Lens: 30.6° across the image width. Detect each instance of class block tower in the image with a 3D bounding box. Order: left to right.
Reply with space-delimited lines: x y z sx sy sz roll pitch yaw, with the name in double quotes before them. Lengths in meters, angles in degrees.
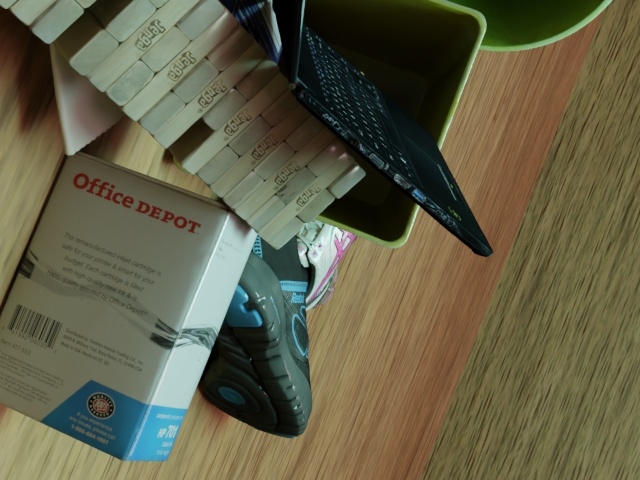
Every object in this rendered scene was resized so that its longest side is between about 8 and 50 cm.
"block tower" -0.087 -0.111 0.749 0.091 0.097 0.335 -42 144 4

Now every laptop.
"laptop" 0.042 -0.155 0.785 0.136 0.264 0.234 -46 -160 15

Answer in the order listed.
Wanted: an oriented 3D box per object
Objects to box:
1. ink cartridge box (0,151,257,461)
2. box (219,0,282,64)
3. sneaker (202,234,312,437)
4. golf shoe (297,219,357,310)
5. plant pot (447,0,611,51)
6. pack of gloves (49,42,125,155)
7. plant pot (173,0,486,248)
"ink cartridge box" -0.149 0.049 0.860 0.190 0.140 0.082 -67 161 -6
"box" -0.043 -0.225 0.909 0.136 0.037 0.225 62 43 -71
"sneaker" -0.051 0.091 1.224 0.341 0.125 0.139 89 23 -54
"golf shoe" 0.000 0.000 1.362 0.086 0.067 0.186 -13 122 -67
"plant pot" 0.211 -0.385 1.299 0.293 0.275 0.274 -68 170 -62
"pack of gloves" -0.143 -0.205 0.790 0.195 0.046 0.232 -46 144 -41
"plant pot" 0.015 -0.123 1.076 0.187 0.212 0.212 19 92 -84
